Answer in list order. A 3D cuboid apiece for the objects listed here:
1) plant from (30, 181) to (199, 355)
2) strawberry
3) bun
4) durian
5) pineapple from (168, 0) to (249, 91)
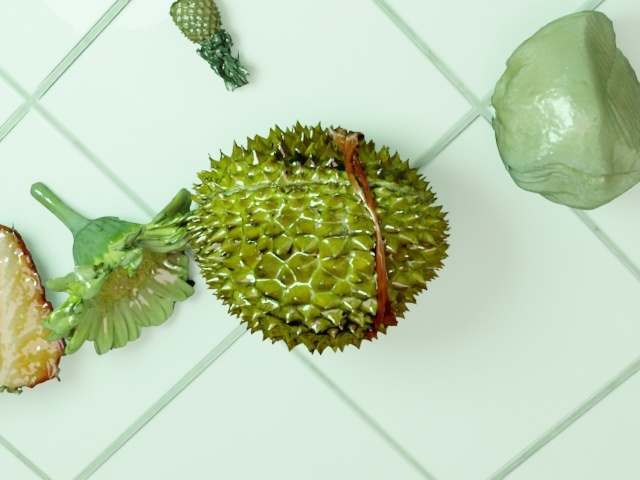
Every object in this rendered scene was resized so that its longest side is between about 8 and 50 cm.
[{"bbox_3d":[-0.329,0.047,1.640,0.297,0.306,0.261,18,140,39],"label":"plant"},{"bbox_3d":[-0.563,0.119,1.675,0.253,0.150,0.280,-19,105,-11],"label":"strawberry"},{"bbox_3d":[0.352,-0.175,1.490,0.204,0.281,0.282,-25,106,36],"label":"bun"},{"bbox_3d":[-0.001,-0.005,1.523,0.384,0.347,0.348,1,109,23],"label":"durian"},{"bbox_3d":[-0.161,-0.298,1.556,0.074,0.074,0.159,-28,107,11],"label":"pineapple"}]
